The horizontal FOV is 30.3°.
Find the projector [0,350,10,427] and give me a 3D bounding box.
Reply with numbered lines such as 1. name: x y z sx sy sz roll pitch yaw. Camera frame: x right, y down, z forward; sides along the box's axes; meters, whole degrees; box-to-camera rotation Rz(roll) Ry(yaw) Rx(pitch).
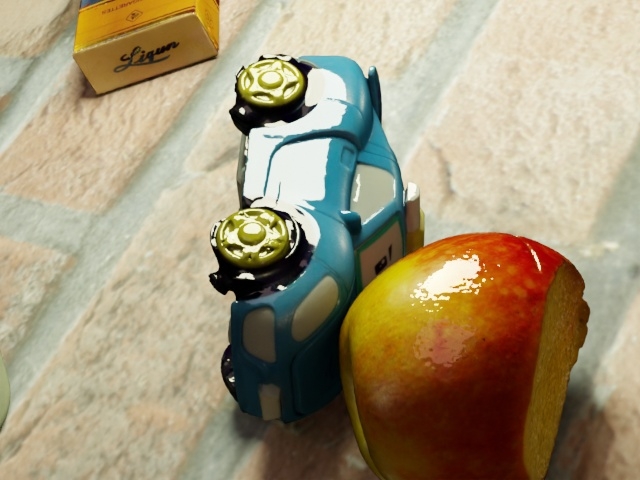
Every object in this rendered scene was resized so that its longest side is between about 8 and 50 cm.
1. projector: -0.454 0.082 1.029 0.248 0.249 0.249 -30 54 1

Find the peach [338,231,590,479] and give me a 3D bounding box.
1. peach: 0.110 0.087 0.814 0.192 0.190 0.190 -18 46 -4

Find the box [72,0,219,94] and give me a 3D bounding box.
1. box: -0.195 -0.287 1.356 0.152 0.070 0.237 -16 49 13

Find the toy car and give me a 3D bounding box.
1. toy car: 0.000 0.000 0.945 0.166 0.198 0.314 1 51 4
